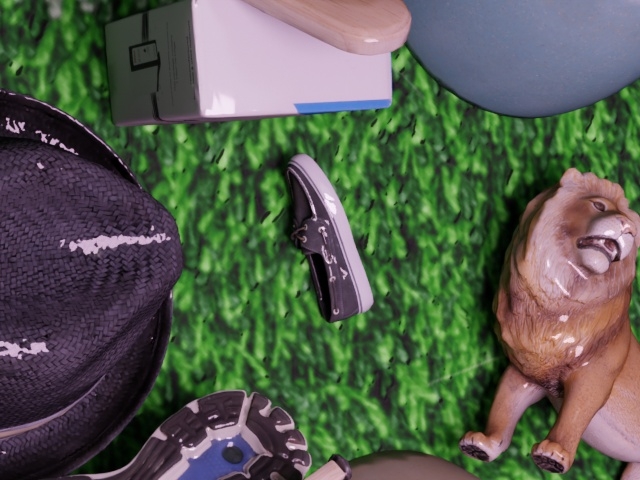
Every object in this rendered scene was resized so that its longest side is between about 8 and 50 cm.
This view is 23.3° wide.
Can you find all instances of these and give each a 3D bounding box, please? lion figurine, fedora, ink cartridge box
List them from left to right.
[{"bbox_3d":[-0.215,0.024,1.054,0.334,0.152,0.334,9,75,-36],"label":"fedora"},{"bbox_3d":[-0.058,-0.131,1.138,0.148,0.203,0.086,-6,94,-24],"label":"ink cartridge box"},{"bbox_3d":[0.264,0.142,1.335,0.392,0.142,0.240,51,56,-31],"label":"lion figurine"}]

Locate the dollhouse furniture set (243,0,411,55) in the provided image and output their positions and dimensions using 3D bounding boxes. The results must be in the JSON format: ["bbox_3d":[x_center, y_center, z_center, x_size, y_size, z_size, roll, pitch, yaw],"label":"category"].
[{"bbox_3d":[0.149,-0.337,1.001,0.394,0.256,0.362,-40,151,-44],"label":"dollhouse furniture set"}]

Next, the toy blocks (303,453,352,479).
[{"bbox_3d":[-0.050,0.371,1.045,0.309,0.288,0.260,-32,71,-34],"label":"toy blocks"}]

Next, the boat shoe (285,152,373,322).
[{"bbox_3d":[0.000,0.000,1.248,0.040,0.049,0.142,-27,103,-21],"label":"boat shoe"}]

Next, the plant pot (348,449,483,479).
[{"bbox_3d":[0.117,0.305,1.177,0.256,0.274,0.256,0,90,-25],"label":"plant pot"}]

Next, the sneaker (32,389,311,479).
[{"bbox_3d":[-0.156,0.234,1.106,0.330,0.147,0.130,-21,59,-30],"label":"sneaker"}]

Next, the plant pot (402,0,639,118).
[{"bbox_3d":[0.216,-0.253,1.266,0.290,0.195,0.290,0,89,-24],"label":"plant pot"}]
